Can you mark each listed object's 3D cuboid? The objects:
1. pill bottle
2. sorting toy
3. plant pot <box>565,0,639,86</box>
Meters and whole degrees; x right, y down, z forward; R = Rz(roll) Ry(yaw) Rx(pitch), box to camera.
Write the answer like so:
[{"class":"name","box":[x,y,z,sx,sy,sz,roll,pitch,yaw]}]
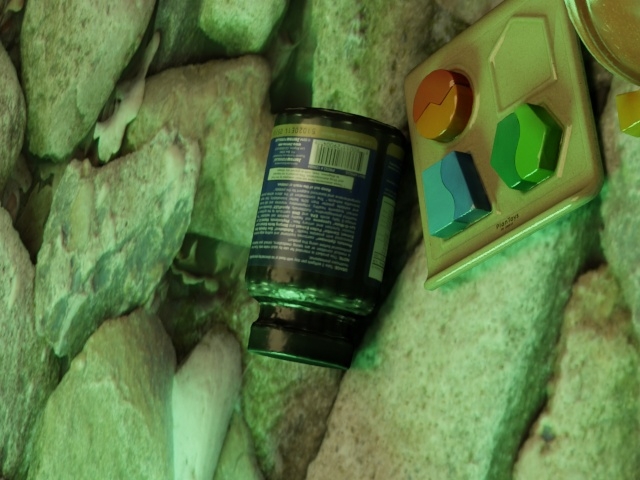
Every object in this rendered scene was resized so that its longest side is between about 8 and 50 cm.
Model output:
[{"class":"pill bottle","box":[0.000,0.000,1.420,0.123,0.123,0.219,-1,76,58]},{"class":"sorting toy","box":[0.166,-0.113,1.282,0.307,0.041,0.229,-34,50,48]},{"class":"plant pot","box":[0.320,-0.154,0.872,0.265,0.272,0.272,43,114,46]}]
